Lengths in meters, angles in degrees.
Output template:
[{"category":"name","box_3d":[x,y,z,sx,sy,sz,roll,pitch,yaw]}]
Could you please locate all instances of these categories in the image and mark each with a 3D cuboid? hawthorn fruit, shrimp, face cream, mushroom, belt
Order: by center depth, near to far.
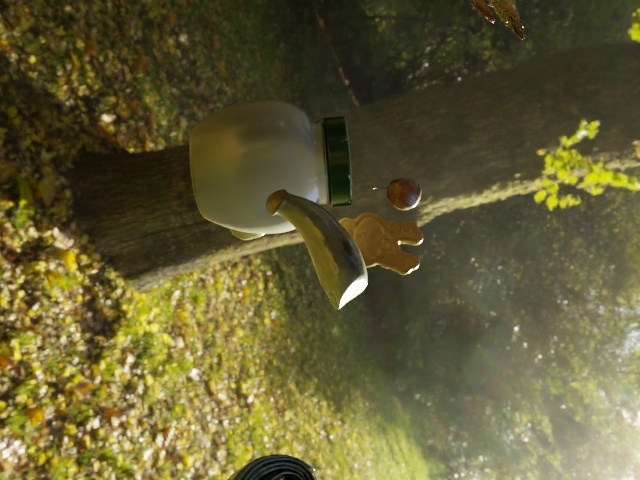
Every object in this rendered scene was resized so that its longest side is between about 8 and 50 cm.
[{"category":"hawthorn fruit","box_3d":[0.145,-0.096,1.261,0.103,0.067,0.067,17,49,-20]},{"category":"mushroom","box_3d":[0.000,0.000,1.323,0.270,0.118,0.103,54,-33,8]},{"category":"shrimp","box_3d":[0.372,-0.534,1.412,0.133,0.053,0.236,-30,93,-36]},{"category":"belt","box_3d":[-0.111,0.590,1.456,0.267,0.116,0.206,-18,75,-47]},{"category":"face cream","box_3d":[-0.110,-0.170,1.506,0.219,0.357,0.312,-93,178,-69]}]

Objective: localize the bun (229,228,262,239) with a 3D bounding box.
[{"category":"bun","box_3d":[-0.177,-0.073,1.807,0.111,0.188,0.164,38,54,-28]}]

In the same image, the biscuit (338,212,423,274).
[{"category":"biscuit","box_3d":[0.135,0.001,1.614,0.040,0.236,0.144,88,14,-63]}]
